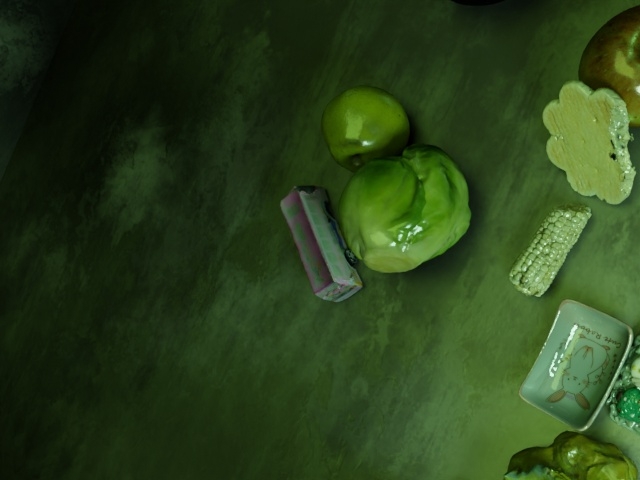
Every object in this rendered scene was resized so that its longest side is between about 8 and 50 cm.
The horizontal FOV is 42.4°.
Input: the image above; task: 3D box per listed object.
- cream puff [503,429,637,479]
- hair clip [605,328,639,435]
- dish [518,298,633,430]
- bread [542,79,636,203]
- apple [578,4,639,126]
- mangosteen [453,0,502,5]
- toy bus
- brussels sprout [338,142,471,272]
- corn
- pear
[{"bbox_3d":[0.427,0.457,1.427,0.282,0.185,0.282,-22,49,28],"label":"cream puff"},{"bbox_3d":[0.614,0.194,1.453,0.138,0.091,0.321,28,93,36],"label":"hair clip"},{"bbox_3d":[0.482,0.231,1.525,0.151,0.077,0.212,27,93,42],"label":"dish"},{"bbox_3d":[0.501,-0.189,1.550,0.039,0.251,0.182,-35,36,-23],"label":"bread"},{"bbox_3d":[0.598,-0.323,1.536,0.237,0.207,0.237,-2,81,12],"label":"apple"},{"bbox_3d":[0.330,-0.637,1.691,0.297,0.313,0.297,-7,71,19],"label":"mangosteen"},{"bbox_3d":[-0.001,0.000,1.870,0.090,0.112,0.274,-36,62,28],"label":"toy bus"},{"bbox_3d":[0.171,-0.064,1.717,0.259,0.227,0.294,-5,51,38],"label":"brussels sprout"},{"bbox_3d":[0.443,0.011,1.605,0.087,0.087,0.211,33,97,33],"label":"corn"},{"bbox_3d":[0.098,-0.249,1.819,0.198,0.198,0.198,-8,75,30],"label":"pear"}]
